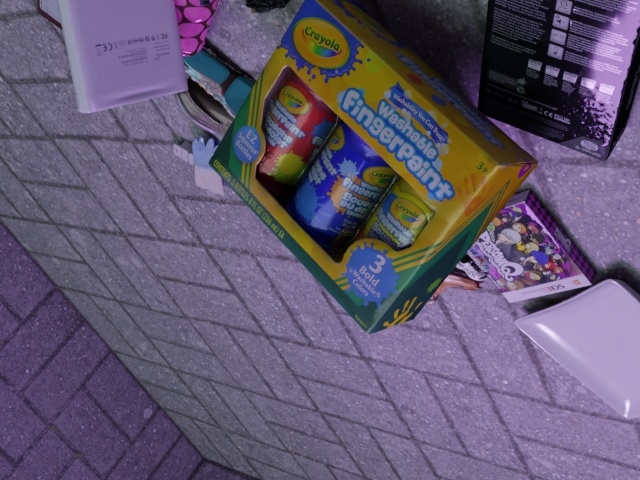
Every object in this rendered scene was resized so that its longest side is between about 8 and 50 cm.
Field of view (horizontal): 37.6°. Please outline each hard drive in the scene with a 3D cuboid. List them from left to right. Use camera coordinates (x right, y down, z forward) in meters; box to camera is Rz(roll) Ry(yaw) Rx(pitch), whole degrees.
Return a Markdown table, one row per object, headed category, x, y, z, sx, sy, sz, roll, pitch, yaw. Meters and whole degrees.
| category | x | y | z | sx | sy | sz | roll | pitch | yaw |
| --- | --- | --- | --- | --- | --- | --- | --- | --- | --- |
| hard drive | -0.369 | -0.430 | 1.716 | 0.047 | 0.233 | 0.353 | 10 | 114 | 43 |

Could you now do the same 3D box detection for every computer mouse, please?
| category | x | y | z | sx | sy | sz | roll | pitch | yaw |
| --- | --- | --- | --- | --- | --- | --- | --- | --- | --- |
| computer mouse | -0.143 | -0.498 | 1.715 | 0.106 | 0.042 | 0.193 | 5 | 144 | 51 |

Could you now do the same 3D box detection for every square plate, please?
| category | x | y | z | sx | sy | sz | roll | pitch | yaw |
| --- | --- | --- | --- | --- | --- | --- | --- | --- | --- |
| square plate | 0.619 | 0.221 | 1.919 | 0.347 | 0.049 | 0.344 | 40 | 152 | -5 |

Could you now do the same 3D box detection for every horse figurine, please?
| category | x | y | z | sx | sy | sz | roll | pitch | yaw |
| --- | --- | --- | --- | --- | --- | --- | --- | --- | --- |
| horse figurine | 0.215 | 0.058 | 2.109 | 0.263 | 0.066 | 0.174 | 38 | 157 | -7 |

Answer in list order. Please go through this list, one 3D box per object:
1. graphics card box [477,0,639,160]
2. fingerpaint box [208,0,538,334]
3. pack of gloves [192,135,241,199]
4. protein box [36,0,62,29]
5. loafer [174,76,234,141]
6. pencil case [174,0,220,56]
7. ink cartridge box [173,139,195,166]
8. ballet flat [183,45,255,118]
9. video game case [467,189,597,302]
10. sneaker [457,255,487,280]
| category | x | y | z | sx | sy | sz | roll | pitch | yaw |
| --- | --- | --- | --- | --- | --- | --- | --- | --- | --- |
| graphics card box | 0.363 | -0.302 | 1.387 | 0.232 | 0.094 | 0.371 | 24 | 148 | 22 |
| fingerpaint box | 0.070 | -0.132 | 1.585 | 0.445 | 0.163 | 0.371 | 47 | 119 | 20 |
| pack of gloves | -0.212 | -0.177 | 2.279 | 0.195 | 0.046 | 0.232 | 20 | 152 | 6 |
| protein box | -0.419 | -0.492 | 1.855 | 0.201 | 0.200 | 0.136 | 36 | 154 | 2 |
| loafer | -0.213 | -0.279 | 2.080 | 0.251 | 0.094 | 0.087 | 39 | 128 | -24 |
| pencil case | -0.254 | -0.448 | 1.858 | 0.098 | 0.095 | 0.209 | 5 | 157 | -19 |
| ink cartridge box | -0.323 | -0.216 | 2.336 | 0.083 | 0.028 | 0.048 | 31 | 151 | 10 |
| ballet flat | -0.197 | -0.330 | 1.999 | 0.241 | 0.091 | 0.077 | 45 | -179 | -6 |
| video game case | 0.393 | 0.017 | 1.856 | 0.232 | 0.042 | 0.210 | 48 | 142 | -19 |
| sneaker | 0.324 | 0.056 | 2.019 | 0.083 | 0.032 | 0.037 | 30 | 151 | 11 |
